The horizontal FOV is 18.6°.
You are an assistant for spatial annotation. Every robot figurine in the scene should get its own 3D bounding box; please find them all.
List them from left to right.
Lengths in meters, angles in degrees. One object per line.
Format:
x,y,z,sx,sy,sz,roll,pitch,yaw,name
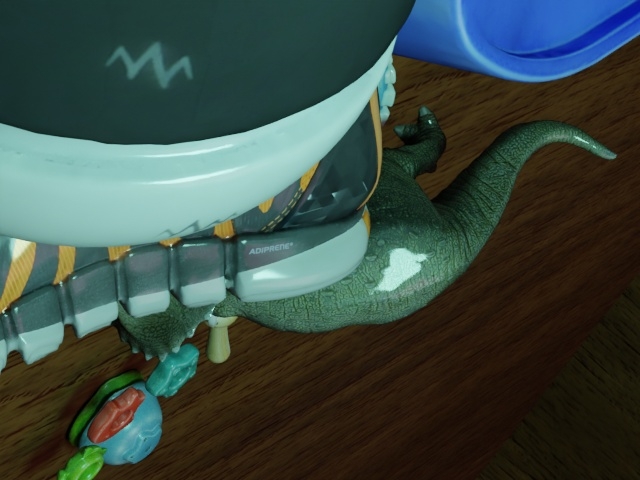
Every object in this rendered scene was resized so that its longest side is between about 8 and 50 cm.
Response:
-0.045,-0.124,0.443,0.278,0.209,0.173,108,5,-48,robot figurine

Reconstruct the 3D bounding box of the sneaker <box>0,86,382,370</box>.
-0.117,-0.054,0.818,0.321,0.124,0.180,-15,123,-32,sneaker

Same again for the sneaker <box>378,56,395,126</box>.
-0.022,-0.059,1.112,0.083,0.071,0.190,-25,154,-39,sneaker

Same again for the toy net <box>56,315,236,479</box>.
-0.098,0.065,1.267,0.232,0.045,0.122,-54,161,19,toy net

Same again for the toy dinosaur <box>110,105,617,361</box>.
0.000,0.000,1.026,0.160,0.314,0.121,-97,-169,-52,toy dinosaur

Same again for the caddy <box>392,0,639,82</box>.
0.062,-0.204,0.748,0.341,0.179,0.241,-33,131,-39,caddy
